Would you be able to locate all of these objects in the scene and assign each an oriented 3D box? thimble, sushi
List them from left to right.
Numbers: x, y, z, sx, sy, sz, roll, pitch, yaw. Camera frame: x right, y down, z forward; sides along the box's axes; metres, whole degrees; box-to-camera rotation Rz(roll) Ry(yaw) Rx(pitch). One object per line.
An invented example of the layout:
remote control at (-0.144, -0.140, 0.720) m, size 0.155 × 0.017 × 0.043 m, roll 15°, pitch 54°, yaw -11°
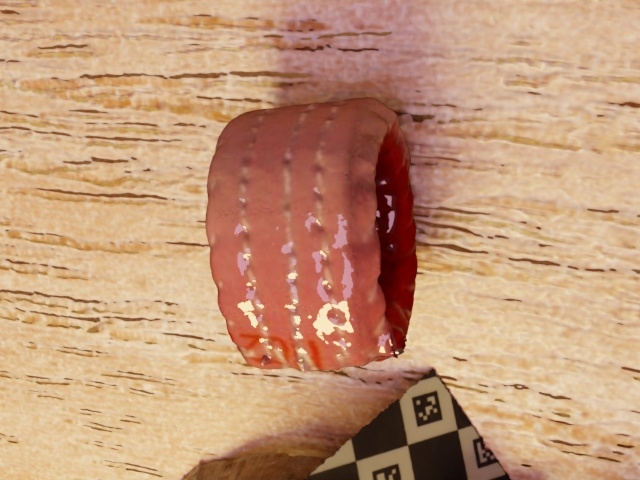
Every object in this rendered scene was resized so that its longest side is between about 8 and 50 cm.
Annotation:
thimble at (0.001, -0.007, 0.665) m, size 0.124 × 0.163 × 0.190 m, roll -1°, pitch 98°, yaw 18°
sushi at (0.068, 0.289, 0.720) m, size 0.264 × 0.290 × 0.050 m, roll 55°, pitch 160°, yaw -9°

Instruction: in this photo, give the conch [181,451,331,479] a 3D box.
conch at (-0.021, 0.319, 0.810) m, size 0.324 × 0.186 × 0.263 m, roll 17°, pitch 96°, yaw 8°
